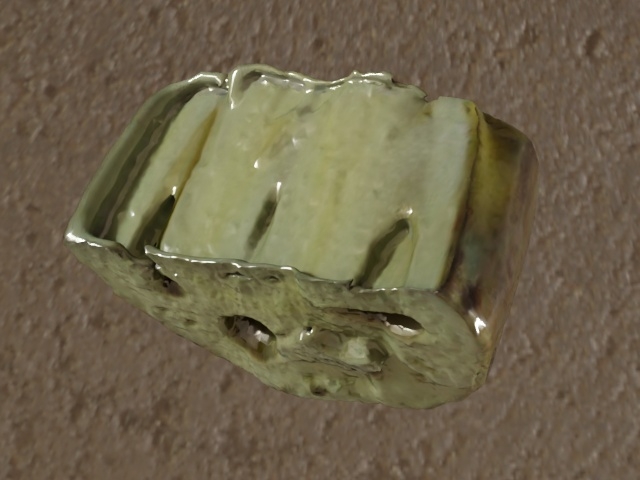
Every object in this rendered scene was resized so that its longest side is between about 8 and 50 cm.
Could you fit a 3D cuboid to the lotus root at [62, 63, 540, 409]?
[{"bbox_3d":[0.000,0.000,0.635,0.235,0.119,0.138,11,147,31],"label":"lotus root"}]
